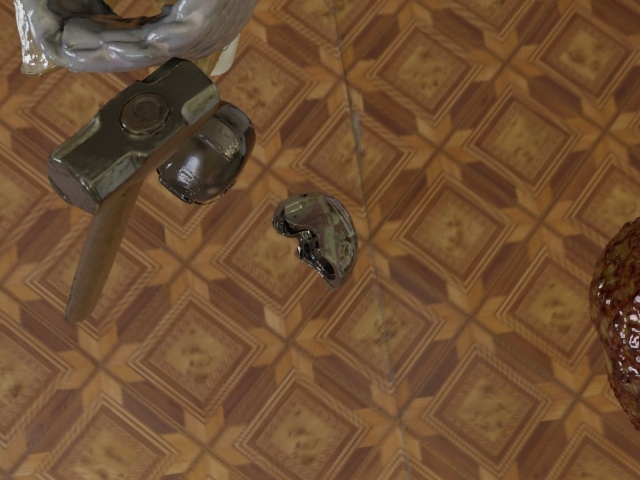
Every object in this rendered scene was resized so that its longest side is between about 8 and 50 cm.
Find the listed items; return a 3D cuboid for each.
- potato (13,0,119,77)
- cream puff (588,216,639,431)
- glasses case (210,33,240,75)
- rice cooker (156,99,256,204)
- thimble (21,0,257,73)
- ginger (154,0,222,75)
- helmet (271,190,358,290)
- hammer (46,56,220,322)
[{"bbox_3d":[-0.363,-0.401,1.397,0.190,0.211,0.264,2,108,14],"label":"potato"},{"bbox_3d":[0.185,0.052,0.447,0.085,0.149,0.148,-18,75,24],"label":"cream puff"},{"bbox_3d":[-0.149,-0.332,1.274,0.076,0.197,0.049,5,32,-20],"label":"glasses case"},{"bbox_3d":[-0.194,-0.148,1.500,0.142,0.203,0.118,41,39,-9],"label":"rice cooker"},{"bbox_3d":[-0.125,-0.185,0.618,0.151,0.118,0.127,-12,100,14],"label":"thimble"},{"bbox_3d":[-0.152,-0.268,0.736,0.118,0.298,0.065,-32,39,-9],"label":"ginger"},{"bbox_3d":[0.007,-0.015,1.504,0.107,0.153,0.177,-42,97,-16],"label":"helmet"},{"bbox_3d":[-0.165,-0.003,0.676,0.043,0.365,0.111,42,59,1],"label":"hammer"}]
